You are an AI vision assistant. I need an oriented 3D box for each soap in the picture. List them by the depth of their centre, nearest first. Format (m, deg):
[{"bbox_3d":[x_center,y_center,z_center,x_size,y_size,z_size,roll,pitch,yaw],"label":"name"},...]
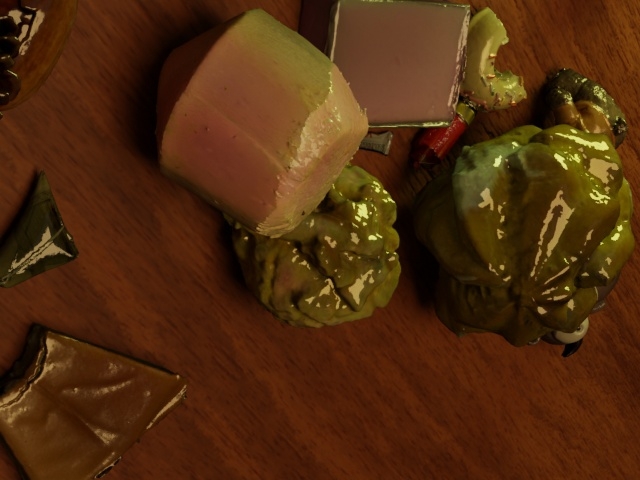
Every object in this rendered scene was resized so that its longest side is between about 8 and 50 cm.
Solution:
[{"bbox_3d":[0.083,-0.245,1.725,0.259,0.081,0.181,-6,108,-40],"label":"soap"}]

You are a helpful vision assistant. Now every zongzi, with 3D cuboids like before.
[{"bbox_3d":[-0.346,-0.012,1.447,0.104,0.052,0.113,-26,108,-27],"label":"zongzi"}]

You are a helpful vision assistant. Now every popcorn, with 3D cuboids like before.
[{"bbox_3d":[0.000,0.000,1.658,0.259,0.212,0.259,-24,123,-43],"label":"popcorn"}]

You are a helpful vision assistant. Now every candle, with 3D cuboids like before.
[{"bbox_3d":[0.178,-0.155,1.866,0.131,0.052,0.052,-53,133,-13],"label":"candle"}]

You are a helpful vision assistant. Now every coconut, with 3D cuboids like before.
[{"bbox_3d":[-0.085,-0.148,1.509,0.233,0.245,0.233,-50,167,-16],"label":"coconut"}]

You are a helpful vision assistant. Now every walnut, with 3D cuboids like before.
[{"bbox_3d":[-0.330,-0.222,1.340,0.116,0.116,0.207,24,91,-44],"label":"walnut"}]

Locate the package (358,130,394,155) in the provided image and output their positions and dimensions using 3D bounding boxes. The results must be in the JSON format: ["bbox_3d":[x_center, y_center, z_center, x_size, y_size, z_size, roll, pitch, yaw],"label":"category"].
[{"bbox_3d":[0.062,-0.144,1.787,0.110,0.015,0.037,4,101,-44],"label":"package"}]

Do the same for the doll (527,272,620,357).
[{"bbox_3d":[0.428,0.075,2.128,0.182,0.117,0.257,44,72,-24],"label":"doll"}]

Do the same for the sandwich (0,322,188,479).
[{"bbox_3d":[-0.290,0.181,1.552,0.245,0.063,0.212,-40,127,-27],"label":"sandwich"}]

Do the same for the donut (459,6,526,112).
[{"bbox_3d":[0.249,-0.255,1.883,0.108,0.065,0.166,-40,128,-24],"label":"donut"}]

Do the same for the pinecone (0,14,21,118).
[{"bbox_3d":[-0.394,-0.201,1.174,0.246,0.292,0.246,-39,160,-17],"label":"pinecone"}]

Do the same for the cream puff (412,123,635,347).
[{"bbox_3d":[0.314,0.015,1.853,0.378,0.275,0.378,-12,129,-16],"label":"cream puff"}]

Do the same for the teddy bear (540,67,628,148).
[{"bbox_3d":[0.403,-0.161,2.018,0.190,0.140,0.177,-43,133,-12],"label":"teddy bear"}]
